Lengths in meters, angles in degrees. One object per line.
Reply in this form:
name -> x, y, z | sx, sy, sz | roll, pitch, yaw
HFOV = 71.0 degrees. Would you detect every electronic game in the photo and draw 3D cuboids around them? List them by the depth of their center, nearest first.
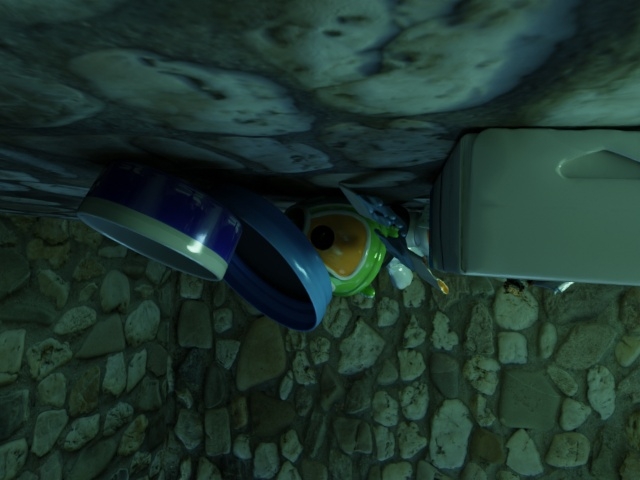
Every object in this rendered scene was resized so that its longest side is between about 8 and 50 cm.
electronic game -> 0.149, 0.004, 1.184 | 0.048, 0.230, 0.229 | 34, 166, -19

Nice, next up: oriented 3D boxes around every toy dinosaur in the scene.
toy dinosaur -> 0.652, 0.054, 1.415 | 0.164, 0.219, 0.322 | 22, -146, 0

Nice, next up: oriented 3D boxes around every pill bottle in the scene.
pill bottle -> 0.343, -0.029, 1.229 | 0.220, 0.121, 0.121 | 1, 178, 28

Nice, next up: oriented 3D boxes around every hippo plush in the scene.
hippo plush -> 0.302, -0.008, 1.442 | 0.236, 0.235, 0.294 | -19, 138, 17

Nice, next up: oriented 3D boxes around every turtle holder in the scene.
turtle holder -> 0.011, -0.012, 1.093 | 0.227, 0.244, 0.320 | 19, -156, -30

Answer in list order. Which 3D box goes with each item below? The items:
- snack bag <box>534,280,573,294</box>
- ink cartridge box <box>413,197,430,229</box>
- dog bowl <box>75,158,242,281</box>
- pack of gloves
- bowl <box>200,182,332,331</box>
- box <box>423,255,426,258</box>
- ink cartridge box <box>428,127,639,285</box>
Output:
snack bag -> 0.800, 0.043, 1.398 | 0.342, 0.037, 0.323 | -35, 178, 2
ink cartridge box -> 0.304, -0.040, 1.044 | 0.181, 0.062, 0.104 | 19, 180, -17
dog bowl -> -0.277, -0.028, 0.798 | 0.264, 0.104, 0.265 | 21, 164, 6
pack of gloves -> 0.136, -0.023, 0.809 | 0.046, 0.195, 0.232 | -39, -159, -3
bowl -> -0.139, 0.038, 0.997 | 0.390, 0.391, 0.077 | 0, -140, 52
box -> 0.494, -0.001, 1.555 | 0.299, 0.142, 0.154 | 1, 179, 25
ink cartridge box -> 0.317, -0.027, 0.654 | 0.284, 0.167, 0.395 | 2, 178, 9
